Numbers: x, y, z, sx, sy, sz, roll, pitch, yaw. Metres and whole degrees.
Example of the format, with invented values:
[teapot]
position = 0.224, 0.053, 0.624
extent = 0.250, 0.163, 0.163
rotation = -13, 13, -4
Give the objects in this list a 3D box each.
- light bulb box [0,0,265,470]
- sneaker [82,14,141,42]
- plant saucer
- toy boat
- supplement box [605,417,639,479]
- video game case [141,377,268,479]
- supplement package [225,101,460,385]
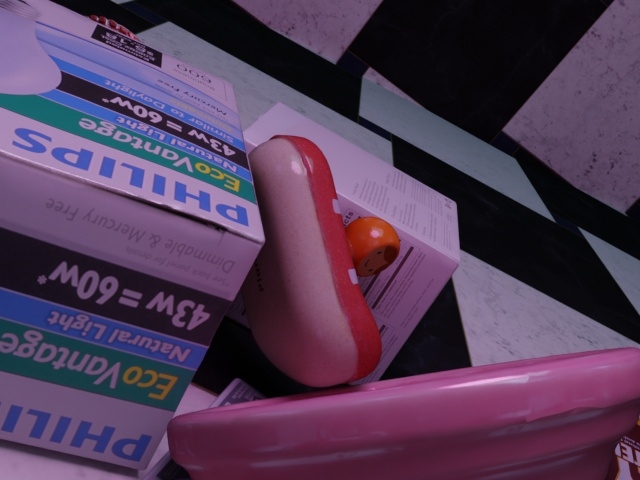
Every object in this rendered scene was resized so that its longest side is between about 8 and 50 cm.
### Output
[light bulb box]
position = -0.262, -0.052, 0.594
extent = 0.357, 0.225, 0.361
rotation = 20, 23, -21
[sneaker]
position = -0.336, -0.254, 1.009
extent = 0.225, 0.088, 0.092
rotation = -1, -6, 28
[plant saucer]
position = 0.063, 0.140, 0.507
extent = 0.332, 0.332, 0.084
rotation = 4, 74, -48
[toy boat]
position = 0.009, 0.016, 0.668
extent = 0.151, 0.151, 0.231
rotation = -10, 82, -28
[supplement box]
position = 0.210, 0.256, 0.566
extent = 0.129, 0.191, 0.194
rotation = 30, 23, -3
[video game case]
position = -0.040, 0.206, 0.588
extent = 0.173, 0.022, 0.190
rotation = 33, 22, 6
[supplement package]
position = 0.000, 0.000, 0.845
extent = 0.262, 0.198, 0.199
rotation = 29, 23, -2
